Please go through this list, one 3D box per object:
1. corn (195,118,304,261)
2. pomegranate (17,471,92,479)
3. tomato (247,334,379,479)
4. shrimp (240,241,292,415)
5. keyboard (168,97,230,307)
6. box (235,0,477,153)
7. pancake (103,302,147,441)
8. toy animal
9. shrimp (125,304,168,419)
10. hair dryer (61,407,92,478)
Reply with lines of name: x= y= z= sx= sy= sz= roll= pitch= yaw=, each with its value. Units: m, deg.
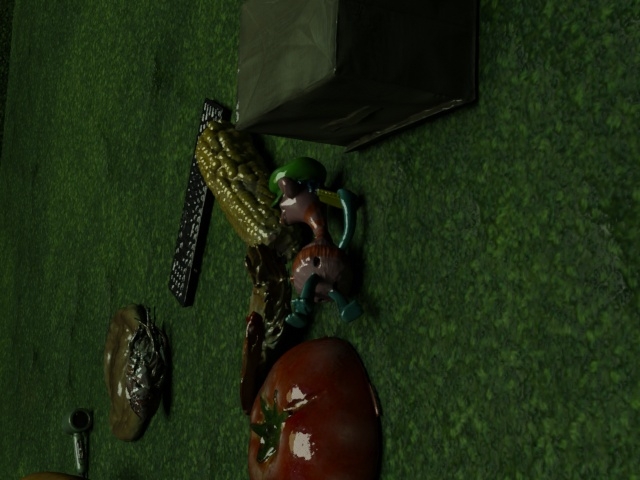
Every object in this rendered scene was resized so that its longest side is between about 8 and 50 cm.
corn: x=-0.097 y=-0.069 z=1.321 sx=0.288 sy=0.086 sz=0.087 roll=57 pitch=134 yaw=49
pomegranate: x=-0.435 y=0.501 z=1.673 sx=0.264 sy=0.264 sz=0.264 roll=-22 pitch=65 yaw=60
tomato: x=-0.023 y=0.213 z=1.119 sx=0.225 sy=0.085 sz=0.225 roll=-175 pitch=90 yaw=-66
shrimp: x=-0.071 y=0.105 z=1.183 sx=0.133 sy=0.053 sz=0.236 roll=-53 pitch=-25 yaw=-47
keyboard: x=-0.186 y=-0.057 z=1.564 sx=0.101 sy=0.018 sz=0.310 roll=37 pitch=117 yaw=60
box: x=0.029 y=-0.188 z=1.027 sx=0.231 sy=0.148 sz=0.156 roll=-13 pitch=72 yaw=62
pancake: x=-0.335 y=0.226 z=1.770 sx=0.222 sy=0.042 sz=0.236 roll=141 pitch=130 yaw=-57
toy animal: x=0.000 y=0.000 z=1.120 sx=0.103 sy=0.100 sz=0.208 roll=-33 pitch=43 yaw=30
shrimp: x=-0.275 y=0.189 z=1.636 sx=0.073 sy=0.074 sz=0.190 roll=79 pitch=-165 yaw=-64
hair dryer: x=-0.464 y=0.402 z=1.999 sx=0.071 sy=0.047 sz=0.150 roll=-33 pitch=66 yaw=59
